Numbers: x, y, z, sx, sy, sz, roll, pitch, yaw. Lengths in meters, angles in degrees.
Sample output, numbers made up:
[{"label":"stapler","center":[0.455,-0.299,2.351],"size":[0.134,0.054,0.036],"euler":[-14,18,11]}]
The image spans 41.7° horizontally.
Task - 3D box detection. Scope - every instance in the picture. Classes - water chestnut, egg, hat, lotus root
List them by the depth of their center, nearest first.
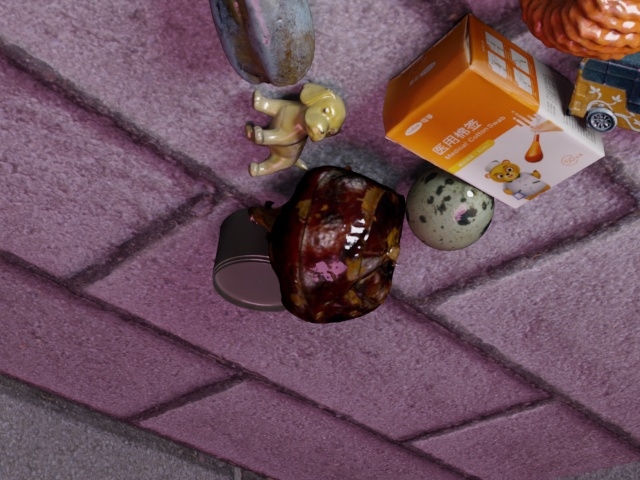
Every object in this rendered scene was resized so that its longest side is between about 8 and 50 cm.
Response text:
[{"label":"hat","center":[0.483,-0.380,1.208],"size":[0.401,0.285,0.285],"euler":[8,148,-31]},{"label":"lotus root","center":[-0.100,-0.387,1.343],"size":[0.158,0.140,0.322],"euler":[17,146,28]},{"label":"egg","center":[0.266,-0.071,1.696],"size":[0.177,0.176,0.228],"euler":[12,165,-10]},{"label":"water chestnut","center":[0.000,0.000,1.750],"size":[0.347,0.335,0.335],"euler":[12,147,12]}]

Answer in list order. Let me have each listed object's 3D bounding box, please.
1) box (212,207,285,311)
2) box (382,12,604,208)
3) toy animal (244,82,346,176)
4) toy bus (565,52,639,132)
[{"label":"box","center":[-0.132,0.048,1.957],"size":[0.226,0.149,0.226],"euler":[4,146,3]},{"label":"box","center":[0.309,-0.223,1.516],"size":[0.341,0.143,0.225],"euler":[24,141,-27]},{"label":"toy animal","center":[-0.058,-0.208,1.613],"size":[0.169,0.121,0.233],"euler":[5,152,-24]},{"label":"toy bus","center":[0.564,-0.255,1.375],"size":[0.275,0.138,0.167],"euler":[21,147,18]}]
